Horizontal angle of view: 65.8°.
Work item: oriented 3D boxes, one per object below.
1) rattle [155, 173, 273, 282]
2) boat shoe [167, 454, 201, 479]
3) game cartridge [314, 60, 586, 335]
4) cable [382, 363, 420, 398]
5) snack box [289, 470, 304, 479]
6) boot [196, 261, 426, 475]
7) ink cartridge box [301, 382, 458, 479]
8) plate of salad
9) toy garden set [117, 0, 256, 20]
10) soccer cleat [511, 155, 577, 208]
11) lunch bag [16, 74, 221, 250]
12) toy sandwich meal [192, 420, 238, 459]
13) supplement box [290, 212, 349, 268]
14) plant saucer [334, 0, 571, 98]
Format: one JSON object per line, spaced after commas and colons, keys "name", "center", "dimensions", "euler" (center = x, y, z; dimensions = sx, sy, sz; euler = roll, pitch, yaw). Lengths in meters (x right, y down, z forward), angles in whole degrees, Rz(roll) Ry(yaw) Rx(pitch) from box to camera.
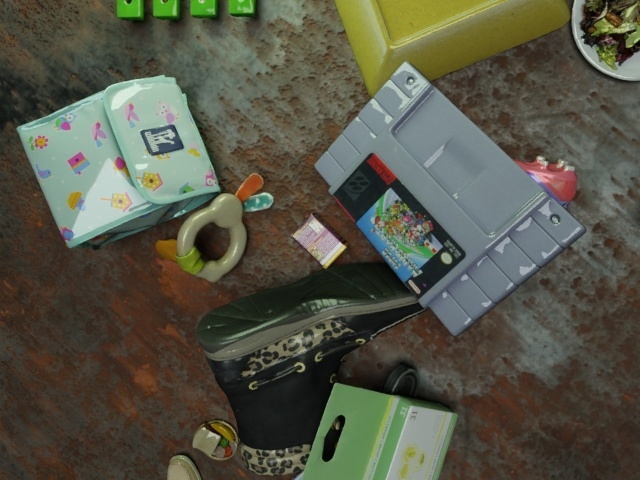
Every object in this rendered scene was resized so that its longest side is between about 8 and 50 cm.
{"name": "rattle", "center": [-0.188, -0.035, 0.880], "dimensions": [0.130, 0.143, 0.199], "euler": [29, 83, -26]}
{"name": "boat shoe", "center": [-0.255, 0.490, 0.922], "dimensions": [0.063, 0.059, 0.170], "euler": [-10, 93, 10]}
{"name": "game cartridge", "center": [0.161, -0.065, 0.724], "dimensions": [0.230, 0.068, 0.355], "euler": [-45, 65, 17]}
{"name": "cable", "center": [0.110, 0.355, 0.832], "dimensions": [0.139, 0.072, 0.287], "euler": [33, 90, -30]}
{"name": "snack box", "center": [-0.010, 0.439, 0.894], "dimensions": [0.064, 0.022, 0.178], "euler": [45, 100, 2]}
{"name": "boot", "center": [0.013, 0.205, 0.804], "dimensions": [0.378, 0.138, 0.284], "euler": [-15, 114, -20]}
{"name": "ink cartridge box", "center": [0.098, 0.326, 0.768], "dimensions": [0.235, 0.056, 0.171], "euler": [22, 85, -35]}
{"name": "plate of salad", "center": [0.480, -0.339, 0.729], "dimensions": [0.200, 0.048, 0.199], "euler": [1, 96, 9]}
{"name": "toy garden set", "center": [-0.221, -0.479, 0.838], "dimensions": [0.244, 0.049, 0.203], "euler": [3, 97, 10]}
{"name": "soccer cleat", "center": [0.267, -0.094, 0.775], "dimensions": [0.248, 0.083, 0.095], "euler": [11, 111, 10]}
{"name": "lunch bag", "center": [-0.321, -0.130, 0.832], "dimensions": [0.262, 0.160, 0.223], "euler": [-23, 88, 0]}
{"name": "toy sandwich meal", "center": [-0.194, 0.372, 0.916], "dimensions": [0.086, 0.029, 0.085], "euler": [1, 95, 10]}
{"name": "supplement box", "center": [0.000, 0.000, 0.843], "dimensions": [0.083, 0.043, 0.055], "euler": [45, 101, 2]}
{"name": "plant saucer", "center": [0.177, -0.433, 0.757], "dimensions": [0.333, 0.081, 0.332], "euler": [-20, 91, 10]}
